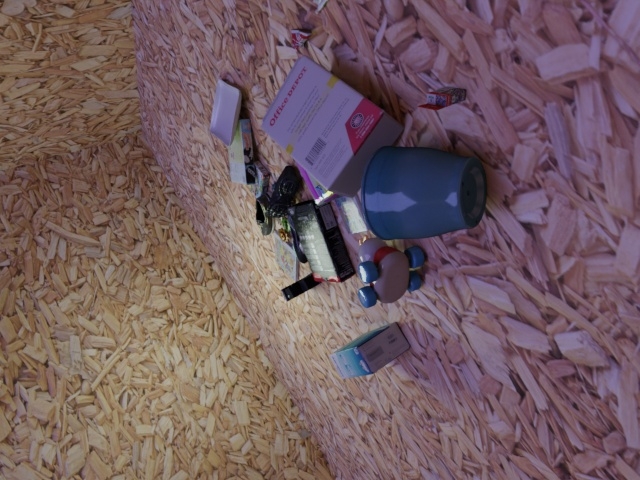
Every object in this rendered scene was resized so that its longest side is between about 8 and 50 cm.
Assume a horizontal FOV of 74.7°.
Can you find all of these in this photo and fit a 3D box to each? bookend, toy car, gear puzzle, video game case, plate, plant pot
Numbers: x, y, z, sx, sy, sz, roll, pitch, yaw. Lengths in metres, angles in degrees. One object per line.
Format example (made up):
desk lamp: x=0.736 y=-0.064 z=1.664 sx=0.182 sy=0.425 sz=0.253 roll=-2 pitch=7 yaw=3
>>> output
bookend: x=-0.100 y=0.234 z=2.136 sx=0.072 sy=0.157 sz=0.156 roll=61 pitch=152 yaw=6
toy car: x=0.204 y=0.081 z=1.483 sx=0.238 sy=0.219 sz=0.210 roll=-128 pitch=28 yaw=-49
gear puzzle: x=-0.198 y=-0.124 z=2.115 sx=0.175 sy=0.044 sz=0.338 roll=37 pitch=140 yaw=33
video game case: x=-0.187 y=0.088 z=2.300 sx=0.206 sy=0.026 sz=0.226 roll=42 pitch=145 yaw=35
video game case: x=0.123 y=-0.104 z=1.648 sx=0.143 sy=0.019 sz=0.157 roll=-11 pitch=104 yaw=61
plate: x=-0.466 y=-0.636 z=2.089 sx=0.277 sy=0.045 sz=0.277 roll=41 pitch=122 yaw=44
plant pot: x=0.290 y=-0.126 z=1.126 sx=0.255 sy=0.272 sz=0.271 roll=6 pitch=118 yaw=42

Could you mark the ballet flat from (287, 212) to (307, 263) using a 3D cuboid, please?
ballet flat: x=-0.090 y=-0.016 z=1.997 sx=0.096 sy=0.095 sz=0.280 roll=2 pitch=114 yaw=45

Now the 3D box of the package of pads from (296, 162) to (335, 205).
package of pads: x=0.004 y=-0.306 z=1.599 sx=0.296 sy=0.101 sz=0.229 roll=63 pitch=152 yaw=1

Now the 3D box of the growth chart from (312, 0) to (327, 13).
growth chart: x=-0.012 y=-0.850 z=1.280 sx=0.172 sy=0.021 sz=0.237 roll=-6 pitch=107 yaw=59

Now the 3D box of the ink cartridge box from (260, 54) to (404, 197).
ink cartridge box: x=0.025 y=-0.365 z=1.339 sx=0.384 sy=0.160 sz=0.279 roll=47 pitch=112 yaw=29

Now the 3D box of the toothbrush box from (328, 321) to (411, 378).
toothbrush box: x=0.200 y=0.468 z=1.767 sx=0.126 sy=0.216 sz=0.295 roll=60 pitch=152 yaw=10

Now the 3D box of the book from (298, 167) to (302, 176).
book: x=-0.075 y=-0.345 z=1.776 sx=0.096 sy=0.035 sz=0.144 roll=8 pitch=121 yaw=61

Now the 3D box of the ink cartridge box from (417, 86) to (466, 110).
ink cartridge box: x=0.303 y=-0.357 z=1.051 sx=0.063 sy=0.115 sz=0.029 roll=32 pitch=138 yaw=45

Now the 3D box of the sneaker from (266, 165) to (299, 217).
sneaker: x=-0.171 y=-0.220 z=1.934 sx=0.286 sy=0.109 sz=0.130 roll=-55 pitch=29 yaw=40

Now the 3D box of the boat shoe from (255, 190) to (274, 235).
boat shoe: x=-0.305 y=-0.132 z=2.254 sx=0.109 sy=0.091 sz=0.305 roll=46 pitch=146 yaw=27

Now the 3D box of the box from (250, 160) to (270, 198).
box: x=-0.318 y=-0.304 z=2.197 sx=0.114 sy=0.036 sz=0.207 roll=51 pitch=148 yaw=23

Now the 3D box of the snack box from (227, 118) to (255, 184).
snack box: x=-0.412 y=-0.456 z=2.155 sx=0.187 sy=0.060 sz=0.321 roll=21 pitch=119 yaw=51

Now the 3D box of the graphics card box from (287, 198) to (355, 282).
graphics card box: x=0.000 y=0.000 z=1.854 sx=0.233 sy=0.094 sz=0.370 roll=-5 pitch=109 yaw=60

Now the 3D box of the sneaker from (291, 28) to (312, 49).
sneaker: x=-0.065 y=-0.699 z=1.463 sx=0.118 sy=0.042 sz=0.067 roll=41 pitch=140 yaw=49
